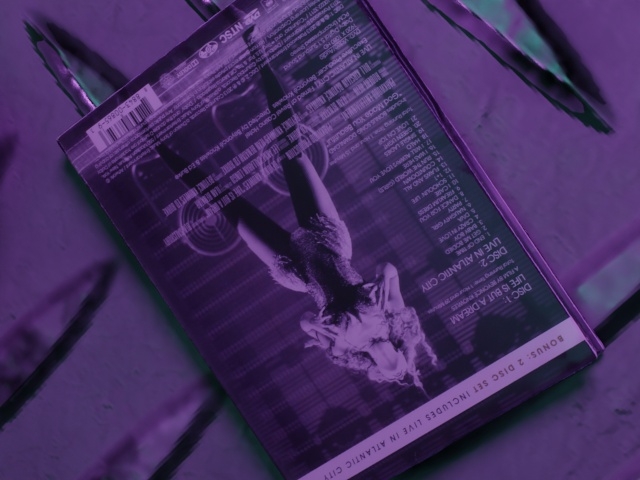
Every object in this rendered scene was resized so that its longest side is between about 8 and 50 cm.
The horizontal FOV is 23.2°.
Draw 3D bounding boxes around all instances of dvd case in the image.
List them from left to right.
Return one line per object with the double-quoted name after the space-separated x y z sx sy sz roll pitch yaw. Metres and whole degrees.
0.000 0.000 0.713 0.164 0.018 0.221 -34 90 23 "dvd case"
